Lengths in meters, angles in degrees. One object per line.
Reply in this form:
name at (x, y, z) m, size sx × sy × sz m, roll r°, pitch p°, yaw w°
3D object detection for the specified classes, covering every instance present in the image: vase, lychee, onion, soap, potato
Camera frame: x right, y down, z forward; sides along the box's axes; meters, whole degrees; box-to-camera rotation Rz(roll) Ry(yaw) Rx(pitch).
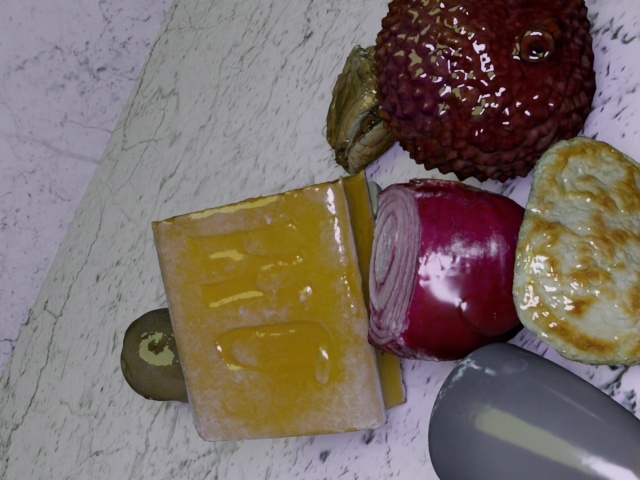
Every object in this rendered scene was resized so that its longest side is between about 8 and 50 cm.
vase at (0.267, 0.219, 0.789) m, size 0.321 × 0.173 × 0.173 m, roll 16°, pitch 81°, yaw 53°
lychee at (0.204, -0.223, 1.077) m, size 0.330 × 0.306 × 0.305 m, roll -11°, pitch 57°, yaw 68°
onion at (0.175, 0.035, 0.982) m, size 0.206 × 0.207 × 0.216 m, roll -173°, pitch 85°, yaw -72°
soap at (-0.055, 0.093, 1.142) m, size 0.294 × 0.156 × 0.334 m, roll -8°, pitch 95°, yaw 19°
potato at (-0.294, 0.224, 1.614) m, size 0.235 × 0.160 × 0.177 m, roll 26°, pitch 114°, yaw 45°

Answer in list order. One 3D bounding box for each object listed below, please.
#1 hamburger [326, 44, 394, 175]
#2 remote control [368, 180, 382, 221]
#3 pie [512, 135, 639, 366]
hamburger at (0.089, -0.220, 1.428) m, size 0.206 × 0.130 × 0.183 m, roll 122°, pitch 156°, yaw -46°
remote control at (0.000, 0.001, 1.451) m, size 0.310 × 0.038 × 0.090 m, roll -34°, pitch 42°, yaw 38°
pie at (0.295, 0.017, 0.881) m, size 0.090 × 0.201 × 0.247 m, roll 125°, pitch 165°, yaw -65°
